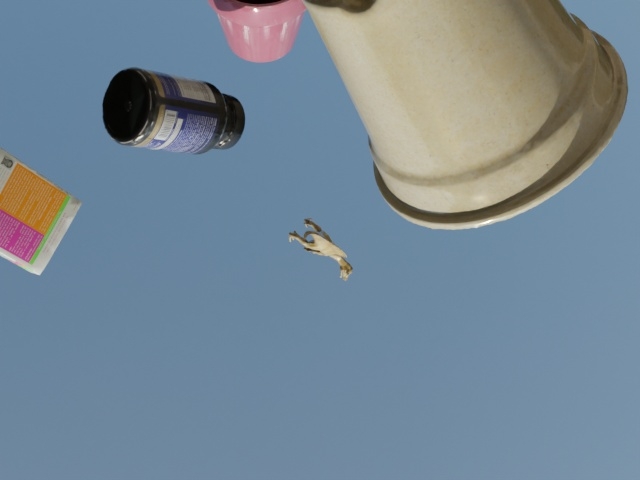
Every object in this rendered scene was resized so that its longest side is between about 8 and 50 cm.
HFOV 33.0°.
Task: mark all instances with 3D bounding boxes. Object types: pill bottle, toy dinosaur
[{"bbox_3d":[-0.229,-0.202,1.730,0.219,0.123,0.123,4,-129,-50],"label":"pill bottle"},{"bbox_3d":[0.000,0.000,1.702,0.092,0.183,0.053,28,-100,34],"label":"toy dinosaur"}]

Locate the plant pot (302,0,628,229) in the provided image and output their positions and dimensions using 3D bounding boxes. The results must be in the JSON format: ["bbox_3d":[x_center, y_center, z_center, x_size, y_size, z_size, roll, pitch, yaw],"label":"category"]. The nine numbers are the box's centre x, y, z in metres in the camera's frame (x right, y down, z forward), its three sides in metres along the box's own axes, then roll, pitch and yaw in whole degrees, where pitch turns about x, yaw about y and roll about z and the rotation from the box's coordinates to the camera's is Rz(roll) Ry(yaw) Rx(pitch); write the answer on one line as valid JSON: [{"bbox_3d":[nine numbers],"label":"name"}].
[{"bbox_3d":[0.141,-0.237,1.241,0.305,0.334,0.334,51,-145,-38],"label":"plant pot"}]

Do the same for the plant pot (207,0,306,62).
[{"bbox_3d":[-0.106,-0.423,1.918,0.201,0.180,0.201,1,-124,-2],"label":"plant pot"}]

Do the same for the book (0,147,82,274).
[{"bbox_3d":[-0.333,-0.034,1.151,0.144,0.035,0.096,41,-113,-49],"label":"book"}]
